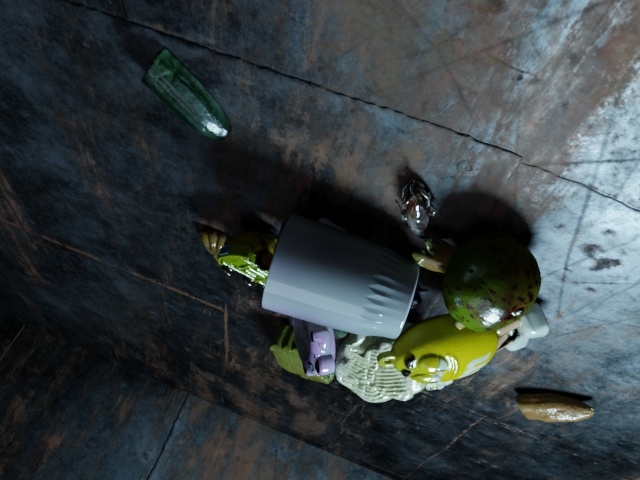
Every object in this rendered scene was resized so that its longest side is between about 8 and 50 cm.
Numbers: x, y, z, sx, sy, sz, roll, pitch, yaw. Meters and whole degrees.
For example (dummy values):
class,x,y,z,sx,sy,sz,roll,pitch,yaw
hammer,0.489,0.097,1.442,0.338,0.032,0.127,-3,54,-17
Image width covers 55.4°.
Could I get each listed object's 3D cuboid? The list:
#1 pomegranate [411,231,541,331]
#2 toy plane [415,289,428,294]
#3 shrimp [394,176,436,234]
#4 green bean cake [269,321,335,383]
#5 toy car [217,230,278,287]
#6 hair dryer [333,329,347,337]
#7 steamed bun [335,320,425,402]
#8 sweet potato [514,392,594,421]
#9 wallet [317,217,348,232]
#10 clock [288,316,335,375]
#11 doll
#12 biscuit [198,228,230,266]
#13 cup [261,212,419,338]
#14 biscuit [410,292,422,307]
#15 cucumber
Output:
class,x,y,z,sx,sy,sz,roll,pitch,yaw
pomegranate,0.363,0.066,1.398,0.286,0.231,0.231,49,152,13
toy plane,0.187,0.140,1.746,0.226,0.058,0.226,13,154,-5
shrimp,0.216,-0.078,1.386,0.075,0.073,0.190,-29,147,1
green bean cake,-0.051,0.416,2.263,0.233,0.124,0.236,14,148,17
toy car,-0.168,0.048,1.763,0.200,0.142,0.248,-8,146,45
hair dryer,0.019,0.289,2.105,0.150,0.047,0.071,13,149,29
steamed bun,0.216,0.361,1.908,0.320,0.206,0.275,2,112,27
sweet potato,0.743,0.538,1.945,0.252,0.097,0.097,-2,140,39
wallet,0.000,0.000,1.682,0.095,0.033,0.190,33,148,-12
clock,-0.023,0.308,1.958,0.090,0.247,0.227,-7,169,-20
doll,0.386,0.277,1.602,0.423,0.161,0.348,-30,141,8
biscuit,-0.311,0.034,1.919,0.118,0.061,0.183,2,142,29
cup,0.043,0.099,1.537,0.372,0.253,0.253,18,149,4
biscuit,0.245,0.172,1.727,0.087,0.027,0.089,-19,155,22
cucumber,-0.300,-0.310,1.385,0.244,0.063,0.115,41,146,-29
